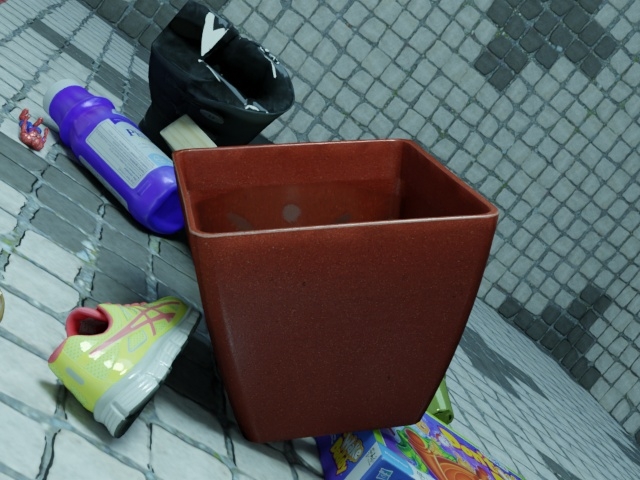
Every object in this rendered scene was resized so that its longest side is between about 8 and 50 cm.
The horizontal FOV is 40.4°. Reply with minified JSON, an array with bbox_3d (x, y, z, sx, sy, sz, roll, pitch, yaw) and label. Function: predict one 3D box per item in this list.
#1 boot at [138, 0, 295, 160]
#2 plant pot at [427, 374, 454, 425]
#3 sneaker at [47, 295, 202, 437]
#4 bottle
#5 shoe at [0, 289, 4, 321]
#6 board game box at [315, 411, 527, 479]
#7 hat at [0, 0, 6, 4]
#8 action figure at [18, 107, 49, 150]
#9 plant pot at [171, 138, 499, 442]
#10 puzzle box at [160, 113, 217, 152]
[{"bbox_3d":[-0.114,-0.181,1.416,0.367,0.146,0.445,22,-19,-11],"label":"boot"},{"bbox_3d":[0.163,0.242,1.306,0.083,0.083,0.079,32,24,-37],"label":"plant pot"},{"bbox_3d":[-0.165,0.081,0.735,0.094,0.081,0.208,36,9,-5],"label":"sneaker"},{"bbox_3d":[-0.289,-0.127,1.233,0.283,0.092,0.118,43,3,25],"label":"bottle"},{"bbox_3d":[-0.313,0.021,0.546,0.219,0.058,0.077,29,43,-30],"label":"shoe"},{"bbox_3d":[0.153,0.293,0.961,0.347,0.078,0.233,36,9,-16],"label":"board game box"},{"bbox_3d":[-0.439,-0.286,0.990,0.172,0.184,0.208,17,5,0],"label":"hat"},{"bbox_3d":[-0.387,-0.149,1.171,0.038,0.030,0.115,39,9,-33],"label":"action figure"},{"bbox_3d":[-0.003,0.048,0.875,0.267,0.236,0.267,-4,22,-12],"label":"plant pot"},{"bbox_3d":[-0.074,0.016,1.224,0.409,0.052,0.272,47,-10,45],"label":"puzzle box"}]
